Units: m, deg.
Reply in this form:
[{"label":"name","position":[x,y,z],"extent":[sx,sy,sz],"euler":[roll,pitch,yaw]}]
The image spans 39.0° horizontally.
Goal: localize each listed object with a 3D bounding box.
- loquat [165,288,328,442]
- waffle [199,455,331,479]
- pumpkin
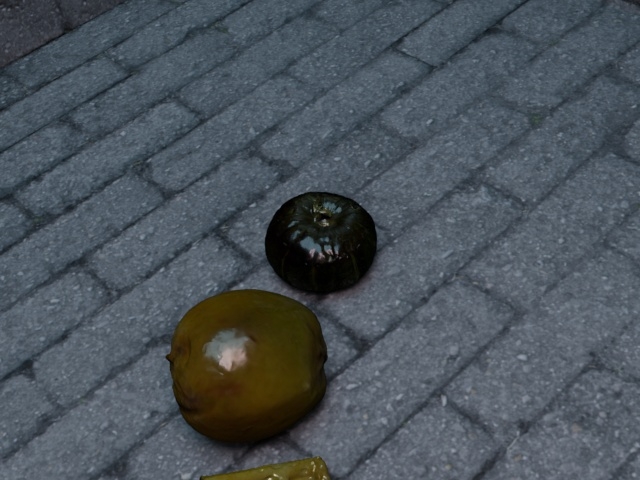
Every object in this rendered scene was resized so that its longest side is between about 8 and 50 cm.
[{"label":"loquat","position":[-0.128,0.217,1.607],"extent":[0.284,0.276,0.276],"euler":[-8,45,-2]},{"label":"waffle","position":[-0.066,0.471,1.447],"extent":[0.221,0.055,0.248],"euler":[-5,44,-19]},{"label":"pumpkin","position":[-0.001,-0.002,1.857],"extent":[0.238,0.159,0.238],"euler":[-5,41,4]}]
